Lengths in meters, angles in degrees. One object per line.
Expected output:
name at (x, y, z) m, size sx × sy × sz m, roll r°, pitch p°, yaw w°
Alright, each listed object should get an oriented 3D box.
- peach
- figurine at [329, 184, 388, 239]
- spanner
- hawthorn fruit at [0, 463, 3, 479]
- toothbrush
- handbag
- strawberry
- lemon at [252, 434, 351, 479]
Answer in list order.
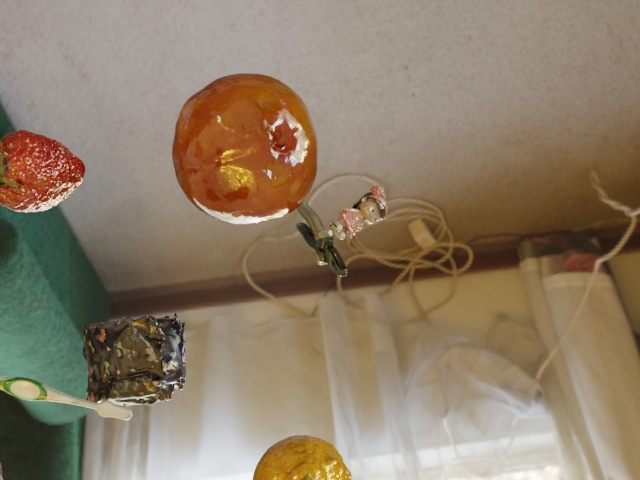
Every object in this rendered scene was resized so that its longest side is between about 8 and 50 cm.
peach at (-0.161, -0.205, 1.614) m, size 0.342 × 0.343 × 0.301 m, roll 11°, pitch 179°, yaw -24°
figurine at (0.075, -0.055, 1.421) m, size 0.129 × 0.054 × 0.072 m, roll -30°, pitch 117°, yaw -14°
spanner at (0.000, 0.000, 1.760) m, size 0.040 × 0.325 × 0.096 m, roll -9°, pitch 120°, yaw -17°
hawthorn fruit at (-0.786, 0.483, 1.490) m, size 0.368 × 0.285 × 0.285 m, roll 13°, pitch 144°, yaw 7°
toothbrush at (-0.401, 0.196, 0.963) m, size 0.303 × 0.030 × 0.030 m, roll 16°, pitch 140°, yaw -9°
handbag at (-0.343, 0.223, 1.324) m, size 0.260 × 0.162 × 0.113 m, roll -17°, pitch 162°, yaw 36°
strawberry at (-0.460, -0.106, 1.173) m, size 0.148 × 0.131 × 0.131 m, roll 15°, pitch 138°, yaw -26°
lemon at (-0.026, 0.349, 1.029) m, size 0.142 × 0.142 × 0.187 m, roll -4°, pitch 165°, yaw -6°
